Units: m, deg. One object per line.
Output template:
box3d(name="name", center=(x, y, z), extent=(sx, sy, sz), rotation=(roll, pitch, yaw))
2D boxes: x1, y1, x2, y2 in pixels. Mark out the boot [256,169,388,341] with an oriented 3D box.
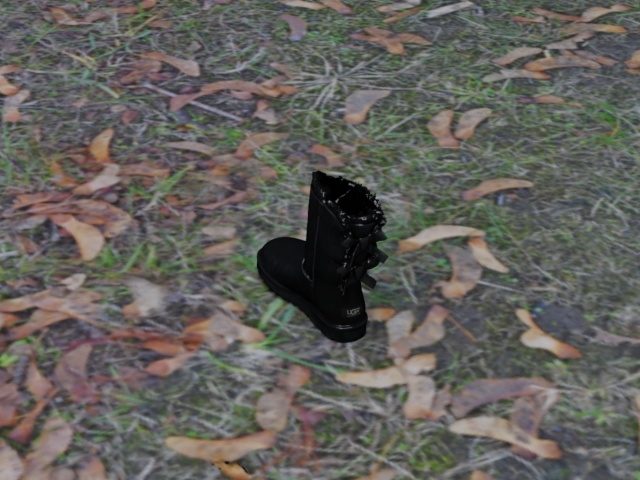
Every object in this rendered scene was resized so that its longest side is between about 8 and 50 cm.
box3d(name="boot", center=(-0.001, 0.000, 0.962), extent=(0.045, 0.099, 0.121), rotation=(-15, 37, -28))
